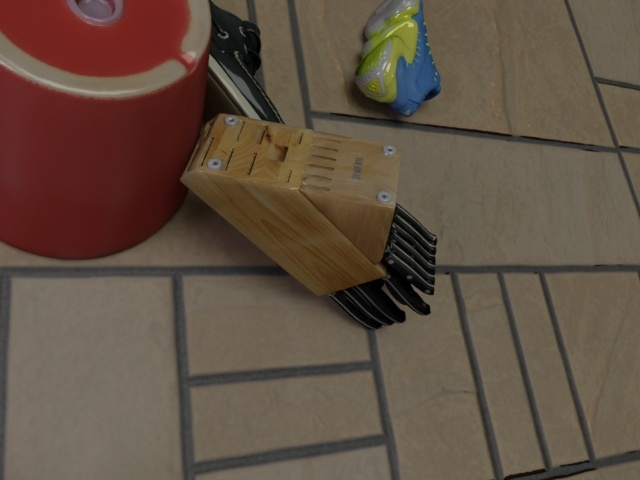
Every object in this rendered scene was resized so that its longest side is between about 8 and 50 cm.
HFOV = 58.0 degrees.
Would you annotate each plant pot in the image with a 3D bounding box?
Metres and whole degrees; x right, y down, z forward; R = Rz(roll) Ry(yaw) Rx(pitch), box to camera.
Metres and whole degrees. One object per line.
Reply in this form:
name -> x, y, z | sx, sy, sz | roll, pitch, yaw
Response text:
plant pot -> -0.224, -0.148, 0.543 | 0.275, 0.243, 0.275 | 10, 65, -22

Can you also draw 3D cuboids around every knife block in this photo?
knife block -> 0.000, 0.000, 0.636 | 0.275, 0.242, 0.088 | 11, 50, 1

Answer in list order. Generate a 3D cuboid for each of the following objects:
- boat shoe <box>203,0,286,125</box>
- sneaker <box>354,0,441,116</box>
boat shoe -> -0.128, -0.234, 0.694 | 0.113, 0.127, 0.340 | -39, 79, -21
sneaker -> 0.127, -0.279, 0.872 | 0.126, 0.091, 0.240 | 39, 56, -27
